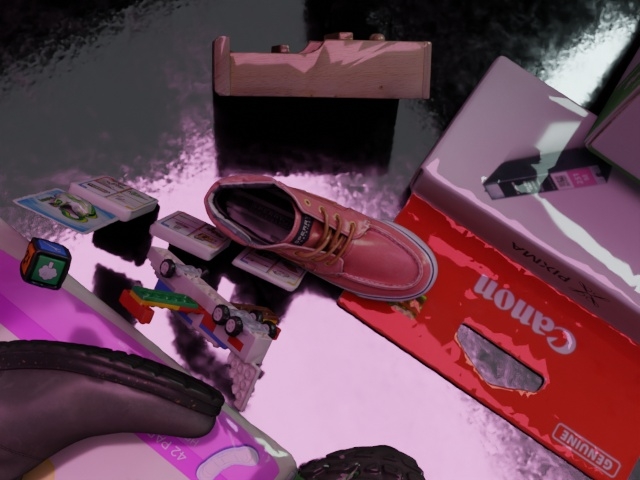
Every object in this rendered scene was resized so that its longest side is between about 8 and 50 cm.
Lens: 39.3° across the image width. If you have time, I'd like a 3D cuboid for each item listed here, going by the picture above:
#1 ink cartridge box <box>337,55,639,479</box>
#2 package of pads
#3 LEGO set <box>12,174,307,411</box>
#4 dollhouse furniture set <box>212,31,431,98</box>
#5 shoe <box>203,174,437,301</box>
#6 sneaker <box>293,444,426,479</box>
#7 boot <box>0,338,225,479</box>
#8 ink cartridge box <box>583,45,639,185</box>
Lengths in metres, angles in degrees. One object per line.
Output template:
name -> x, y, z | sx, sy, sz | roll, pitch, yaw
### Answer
ink cartridge box -> 0.189, 0.023, 0.711 | 0.275, 0.060, 0.239 | 34, 72, 4
package of pads -> -0.195, 0.155, 0.608 | 0.296, 0.101, 0.229 | 37, 73, 5
LEGO set -> -0.109, 0.022, 0.599 | 0.182, 0.244, 0.060 | 25, 100, 0
dollhouse furniture set -> -0.001, -0.233, 0.686 | 0.161, 0.212, 0.242 | 0, 101, -8
shoe -> 0.000, 0.000, 0.668 | 0.178, 0.081, 0.063 | 23, 95, 10
sneaker -> 0.004, 0.301, 0.572 | 0.134, 0.146, 0.343 | 9, 79, 25
boot -> -0.190, 0.136, 0.533 | 0.247, 0.083, 0.161 | 10, 84, -5
ink cartridge box -> 0.372, -0.136, 0.709 | 0.211, 0.121, 0.289 | 35, 59, 3
